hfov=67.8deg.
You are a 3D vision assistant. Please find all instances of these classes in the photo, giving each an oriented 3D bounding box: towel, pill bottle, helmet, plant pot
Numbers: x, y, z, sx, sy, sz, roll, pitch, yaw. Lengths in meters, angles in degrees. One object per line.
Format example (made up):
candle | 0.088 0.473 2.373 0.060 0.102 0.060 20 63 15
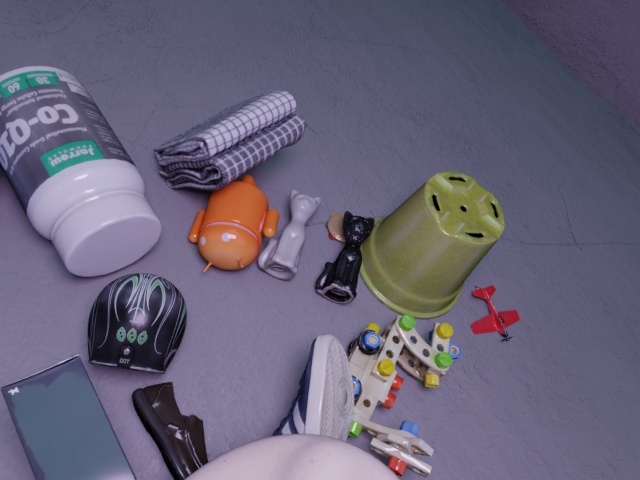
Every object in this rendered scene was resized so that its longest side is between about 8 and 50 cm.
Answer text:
towel | -0.195 -0.198 0.998 0.235 0.284 0.121 -40 115 -30
pill bottle | -0.454 -0.125 0.874 0.204 0.204 0.361 -27 70 -33
helmet | -0.304 0.134 0.800 0.170 0.169 0.161 13 72 -13
plant pot | 0.250 -0.006 1.038 0.276 0.254 0.276 10 55 -15

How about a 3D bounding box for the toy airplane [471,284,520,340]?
toy airplane | 0.410 0.167 1.127 0.151 0.028 0.151 9 56 -14

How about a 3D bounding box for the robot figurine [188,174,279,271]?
robot figurine | -0.174 -0.033 0.970 0.158 0.128 0.219 19 53 -16

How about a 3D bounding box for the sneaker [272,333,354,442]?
sneaker | -0.040 0.322 0.758 0.148 0.131 0.349 -6 63 28

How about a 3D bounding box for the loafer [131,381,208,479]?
loafer | -0.215 0.314 0.755 0.078 0.080 0.220 -28 71 -33

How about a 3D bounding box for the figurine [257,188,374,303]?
figurine | 0.000 0.000 1.022 0.215 0.092 0.209 23 61 -5

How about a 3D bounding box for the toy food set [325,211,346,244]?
toy food set | 0.053 -0.028 1.123 0.083 0.020 0.082 29 53 -1

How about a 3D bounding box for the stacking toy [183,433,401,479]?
stacking toy | -0.004 0.503 0.541 0.351 0.479 0.350 -14 27 7

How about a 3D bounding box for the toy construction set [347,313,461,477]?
toy construction set | 0.142 0.272 0.891 0.215 0.151 0.327 32 42 1

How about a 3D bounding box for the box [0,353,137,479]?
box | -0.322 0.316 0.648 0.103 0.184 0.261 -24 70 -31
